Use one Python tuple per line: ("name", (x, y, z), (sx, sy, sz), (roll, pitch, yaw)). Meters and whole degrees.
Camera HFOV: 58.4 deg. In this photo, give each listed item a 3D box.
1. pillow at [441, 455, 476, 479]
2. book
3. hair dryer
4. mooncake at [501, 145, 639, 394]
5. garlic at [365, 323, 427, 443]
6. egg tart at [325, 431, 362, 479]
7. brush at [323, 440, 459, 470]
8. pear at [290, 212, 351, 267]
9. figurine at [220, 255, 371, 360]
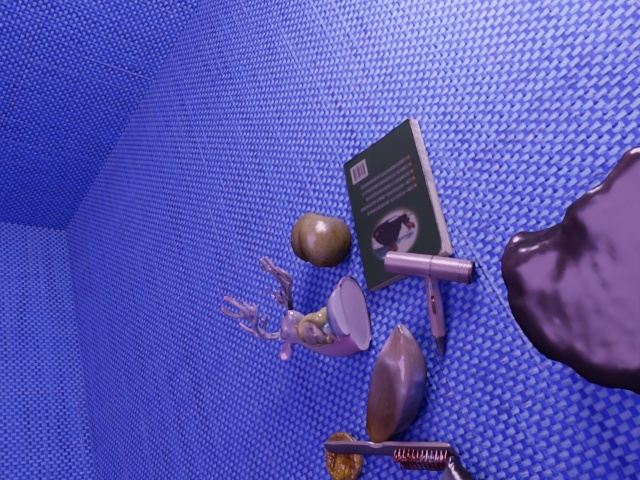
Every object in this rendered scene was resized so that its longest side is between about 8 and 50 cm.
("pillow", (0.282, 0.586, 1.135), (0.186, 0.106, 0.249), (35, 113, 46))
("book", (0.180, -0.088, 1.429), (0.260, 0.043, 0.371), (-31, 59, 42))
("hair dryer", (0.237, 0.140, 1.285), (0.195, 0.054, 0.220), (8, 103, 24))
("mooncake", (0.506, 0.062, 0.907), (0.381, 0.212, 0.350), (-29, 67, 41))
("garlic", (0.172, 0.343, 1.299), (0.143, 0.112, 0.318), (46, 124, 53))
("egg tart", (0.061, 0.542, 1.427), (0.130, 0.052, 0.130), (-9, 77, 46))
("brush", (0.149, 0.482, 1.281), (0.321, 0.060, 0.050), (-11, 44, 33))
("pear", (0.000, 0.000, 1.517), (0.167, 0.167, 0.136), (16, 92, 48))
("figurine", (-0.056, 0.174, 1.489), (0.316, 0.284, 0.206), (-20, 24, 32))
